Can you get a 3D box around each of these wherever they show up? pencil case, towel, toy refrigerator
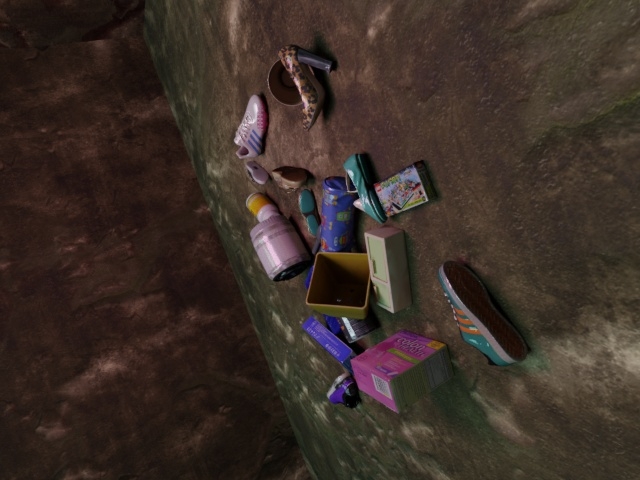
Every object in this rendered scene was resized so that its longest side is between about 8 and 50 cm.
[{"bbox_3d":[0.069,-0.083,1.469,0.119,0.133,0.305,-105,13,-53],"label":"pencil case"},{"bbox_3d":[0.035,0.265,1.843,0.308,0.076,0.227,54,151,26],"label":"towel"},{"bbox_3d":[0.222,0.095,1.339,0.102,0.094,0.269,23,130,55],"label":"toy refrigerator"}]

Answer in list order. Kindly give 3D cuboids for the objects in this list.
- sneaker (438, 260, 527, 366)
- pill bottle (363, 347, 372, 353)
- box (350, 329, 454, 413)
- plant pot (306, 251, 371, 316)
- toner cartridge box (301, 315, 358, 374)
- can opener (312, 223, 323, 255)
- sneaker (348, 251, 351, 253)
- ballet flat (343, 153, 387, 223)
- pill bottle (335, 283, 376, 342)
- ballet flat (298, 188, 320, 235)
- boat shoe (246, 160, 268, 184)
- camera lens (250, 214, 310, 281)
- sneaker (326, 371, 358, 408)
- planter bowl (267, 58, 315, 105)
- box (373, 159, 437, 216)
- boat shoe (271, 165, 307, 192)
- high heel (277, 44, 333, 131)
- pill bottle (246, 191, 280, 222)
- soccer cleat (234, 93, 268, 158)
[{"bbox_3d":[0.397,0.199,1.070,0.302,0.108,0.121,58,148,17],"label":"sneaker"},{"bbox_3d":[0.235,0.507,1.642,0.137,0.078,0.078,40,142,45],"label":"pill bottle"},{"bbox_3d":[0.265,0.417,1.330,0.214,0.243,0.117,4,112,62],"label":"box"},{"bbox_3d":[0.092,0.182,1.480,0.213,0.212,0.187,1,148,19],"label":"plant pot"},{"bbox_3d":[0.063,0.493,1.892,0.348,0.075,0.165,28,162,53],"label":"toner cartridge box"},{"bbox_3d":[0.000,0.000,1.689,0.075,0.095,0.283,58,152,23],"label":"can opener"},{"bbox_3d":[0.093,0.075,1.625,0.170,0.051,0.089,66,154,15],"label":"sneaker"},{"bbox_3d":[0.138,-0.158,1.312,0.087,0.083,0.247,-25,82,32],"label":"ballet flat"},{"bbox_3d":[0.117,0.275,1.636,0.245,0.131,0.130,63,153,12],"label":"pill bottle"},{"bbox_3d":[-0.049,-0.120,1.732,0.067,0.073,0.206,-129,26,-79],"label":"ballet flat"},{"bbox_3d":[-0.322,-0.334,2.083,0.219,0.078,0.070,-128,30,-46],"label":"boat shoe"},{"bbox_3d":[-0.190,0.044,1.943,0.274,0.220,0.219,61,153,15],"label":"camera lens"},{"bbox_3d":[0.122,0.790,2.041,0.146,0.102,0.293,51,149,30],"label":"sneaker"},{"bbox_3d":[-0.102,-0.566,1.419,0.109,0.162,0.161,-101,6,-59],"label":"planter bowl"},{"bbox_3d":[0.242,-0.146,1.187,0.207,0.036,0.113,-23,88,64],"label":"box"},{"bbox_3d":[-0.126,-0.259,1.744,0.285,0.105,0.089,-141,33,-62],"label":"boat shoe"},{"bbox_3d":[-0.076,-0.511,1.363,0.187,0.093,0.261,23,129,4],"label":"high heel"},{"bbox_3d":[-0.290,-0.156,2.099,0.208,0.118,0.117,45,145,39],"label":"pill bottle"},{"bbox_3d":[-0.328,-0.511,1.875,0.116,0.143,0.331,53,150,29],"label":"soccer cleat"}]
